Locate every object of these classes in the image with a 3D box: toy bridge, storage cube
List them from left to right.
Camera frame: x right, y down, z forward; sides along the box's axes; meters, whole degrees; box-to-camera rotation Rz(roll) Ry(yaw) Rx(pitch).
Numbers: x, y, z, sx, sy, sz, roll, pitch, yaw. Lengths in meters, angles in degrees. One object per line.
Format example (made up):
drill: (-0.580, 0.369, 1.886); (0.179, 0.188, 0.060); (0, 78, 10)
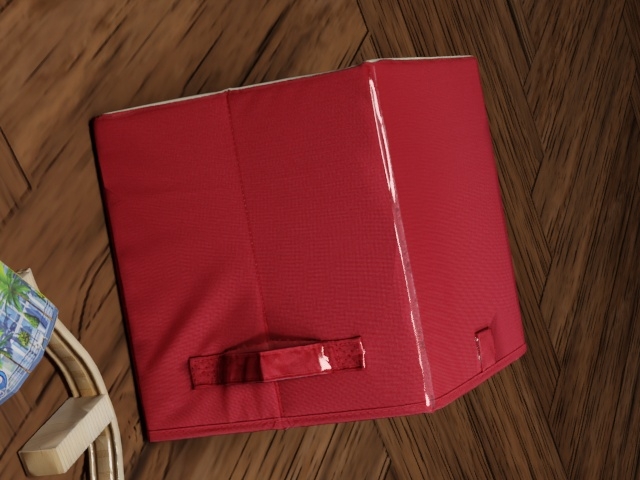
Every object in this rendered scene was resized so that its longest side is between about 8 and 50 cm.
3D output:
toy bridge: (-0.130, 0.100, 0.828); (0.063, 0.026, 0.188); (-52, 130, -59)
storage cube: (0.000, 0.000, 0.953); (0.215, 0.183, 0.193); (-14, 95, -65)

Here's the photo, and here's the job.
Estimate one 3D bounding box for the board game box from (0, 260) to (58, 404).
board game box: (-0.222, 0.019, 0.508); (0.194, 0.194, 0.060); (43, 39, -34)
